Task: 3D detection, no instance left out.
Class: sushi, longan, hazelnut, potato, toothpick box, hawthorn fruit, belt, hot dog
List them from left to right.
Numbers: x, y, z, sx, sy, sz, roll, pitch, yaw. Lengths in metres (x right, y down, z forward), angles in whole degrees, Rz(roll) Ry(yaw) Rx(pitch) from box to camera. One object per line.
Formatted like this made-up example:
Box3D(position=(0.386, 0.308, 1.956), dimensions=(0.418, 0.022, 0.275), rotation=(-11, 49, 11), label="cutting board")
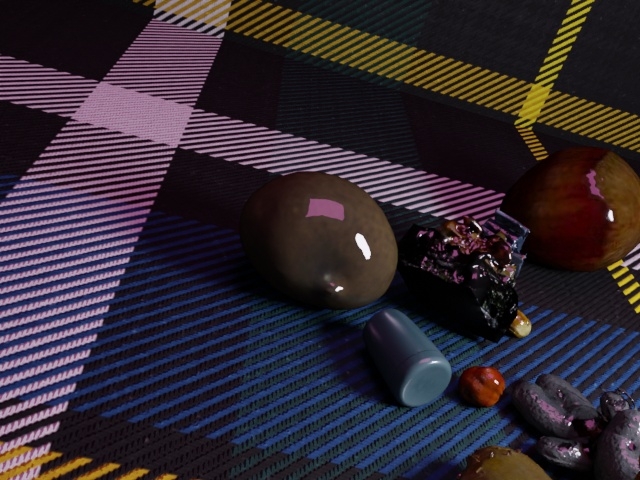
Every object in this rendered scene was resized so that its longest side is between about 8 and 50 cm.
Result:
Box3D(position=(0.000, 0.000, 1.452), dimensions=(0.350, 0.288, 0.288), rotation=(27, 30, -4), label="longan")
Box3D(position=(0.159, 0.218, 1.334), dimensions=(0.120, 0.120, 0.184), rotation=(2, 32, -28), label="toothpick box")
Box3D(position=(0.327, 0.064, 1.553), dimensions=(0.227, 0.215, 0.212), rotation=(24, 65, 44), label="sushi")
Box3D(position=(0.314, 0.281, 1.358), dimensions=(0.093, 0.093, 0.093), rotation=(14, 30, -9), label="hawthorn fruit")
Box3D(position=(0.386, 0.130, 1.665), dimensions=(0.083, 0.068, 0.289), rotation=(-6, 37, -48), label="hot dog")
Box3D(position=(0.438, 0.044, 1.707), dimensions=(0.128, 0.218, 0.122), rotation=(36, 67, 21), label="belt")
Box3D(position=(0.302, 0.429, 1.050), dimensions=(0.192, 0.141, 0.296), rotation=(14, 28, -15), label="potato")
Box3D(position=(0.706, -0.087, 1.945), dimensions=(0.421, 0.352, 0.421), rotation=(-9, 28, 5), label="hazelnut")

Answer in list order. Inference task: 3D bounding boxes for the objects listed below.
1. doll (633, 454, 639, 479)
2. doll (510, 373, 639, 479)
Box3D(position=(0.615, 0.423, 1.090), dimensions=(0.270, 0.166, 0.162), rotation=(11, 7, -24), label="doll")
Box3D(position=(0.516, 0.350, 1.283), dimensions=(0.246, 0.158, 0.340), rotation=(-11, 42, -29), label="doll")
